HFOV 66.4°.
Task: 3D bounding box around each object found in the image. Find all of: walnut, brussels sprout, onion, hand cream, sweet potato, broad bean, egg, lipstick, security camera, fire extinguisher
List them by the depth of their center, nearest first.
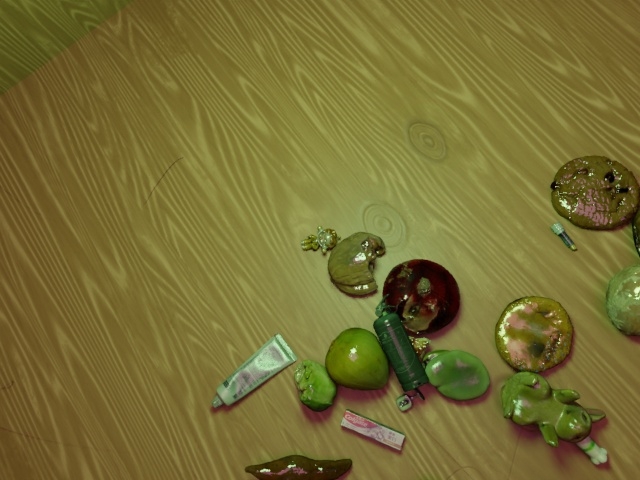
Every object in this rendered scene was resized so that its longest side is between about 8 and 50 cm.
[{"bbox_3d":[1.028,0.192,1.569,0.204,0.203,0.244,15,102,12],"label":"egg"},{"bbox_3d":[0.256,0.337,1.623,0.115,0.095,0.311,-32,79,32],"label":"fire extinguisher"},{"bbox_3d":[-0.075,0.779,1.647,0.360,0.112,0.112,5,76,-8],"label":"sweet potato"},{"bbox_3d":[0.455,0.449,1.656,0.228,0.100,0.169,31,87,5],"label":"broad bean"},{"bbox_3d":[0.305,0.547,1.677,0.092,0.058,0.058,-38,74,7],"label":"security camera"},{"bbox_3d":[0.345,0.189,1.680,0.272,0.195,0.271,-3,75,11],"label":"onion"},{"bbox_3d":[-0.017,0.504,1.691,0.146,0.183,0.131,23,111,-20],"label":"brussels sprout"},{"bbox_3d":[0.865,-0.010,1.732,0.037,0.037,0.116,-33,78,0],"label":"lipstick"},{"bbox_3d":[0.120,0.073,1.777,0.204,0.141,0.237,8,75,16],"label":"walnut"},{"bbox_3d":[-0.252,0.488,1.778,0.341,0.077,0.124,-37,73,-9],"label":"hand cream"}]

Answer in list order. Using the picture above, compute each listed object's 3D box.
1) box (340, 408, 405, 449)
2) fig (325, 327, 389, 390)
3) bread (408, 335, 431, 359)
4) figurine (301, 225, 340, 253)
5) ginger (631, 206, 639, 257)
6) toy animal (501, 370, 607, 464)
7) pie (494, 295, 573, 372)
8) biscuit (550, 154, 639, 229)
[{"bbox_3d":[0.178,0.646,1.674,0.218,0.039,0.055,20,81,13],"label":"box"},{"bbox_3d":[0.133,0.404,1.667,0.230,0.207,0.207,19,77,-27],"label":"fig"},{"bbox_3d":[0.308,0.399,1.699,0.155,0.054,0.135,0,79,35],"label":"bread"},{"bbox_3d":[0.000,0.005,1.853,0.143,0.068,0.101,-38,69,11],"label":"figurine"},{"bbox_3d":[1.132,-0.004,1.624,0.165,0.173,0.320,-11,74,47],"label":"ginger"},{"bbox_3d":[0.758,0.551,1.532,0.363,0.180,0.181,27,89,15],"label":"toy animal"},{"bbox_3d":[0.723,0.318,1.654,0.274,0.069,0.273,-2,77,10],"label":"pie"},{"bbox_3d":[0.976,-0.173,1.733,0.296,0.075,0.295,-2,75,9],"label":"biscuit"}]
